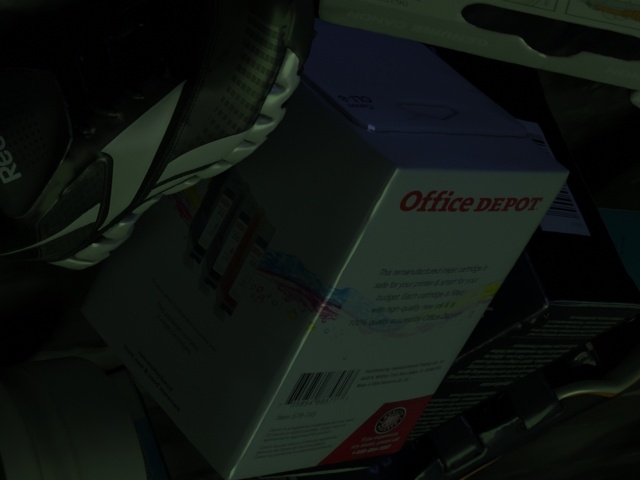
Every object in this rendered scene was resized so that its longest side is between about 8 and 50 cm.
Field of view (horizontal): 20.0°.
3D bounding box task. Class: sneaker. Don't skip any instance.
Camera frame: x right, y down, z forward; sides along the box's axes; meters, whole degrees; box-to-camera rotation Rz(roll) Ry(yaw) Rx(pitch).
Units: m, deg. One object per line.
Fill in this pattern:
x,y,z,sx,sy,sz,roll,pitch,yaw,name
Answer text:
-0.095,-0.051,0.759,0.106,0.078,0.234,-6,157,-44,sneaker
0.117,0.096,1.311,0.321,0.126,0.127,-26,168,-23,sneaker

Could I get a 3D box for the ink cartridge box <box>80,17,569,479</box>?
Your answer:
0.000,0.000,0.841,0.128,0.127,0.176,0,128,-48,ink cartridge box

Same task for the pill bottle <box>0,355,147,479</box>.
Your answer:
-0.251,0.151,0.998,0.283,0.161,0.161,-9,157,-34,pill bottle

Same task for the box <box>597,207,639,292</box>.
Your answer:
0.234,0.014,1.128,0.244,0.060,0.100,5,180,38,box

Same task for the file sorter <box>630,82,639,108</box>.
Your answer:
0.304,-0.090,0.743,0.278,0.173,0.193,33,136,-16,file sorter

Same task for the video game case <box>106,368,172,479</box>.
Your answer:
-0.191,0.249,1.157,0.244,0.269,0.061,-21,160,-5,video game case

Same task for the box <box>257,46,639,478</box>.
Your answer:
0.041,0.017,0.973,0.207,0.153,0.108,-33,159,31,box

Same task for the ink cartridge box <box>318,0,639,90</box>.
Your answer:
0.096,-0.138,0.610,0.189,0.066,0.232,13,159,4,ink cartridge box
